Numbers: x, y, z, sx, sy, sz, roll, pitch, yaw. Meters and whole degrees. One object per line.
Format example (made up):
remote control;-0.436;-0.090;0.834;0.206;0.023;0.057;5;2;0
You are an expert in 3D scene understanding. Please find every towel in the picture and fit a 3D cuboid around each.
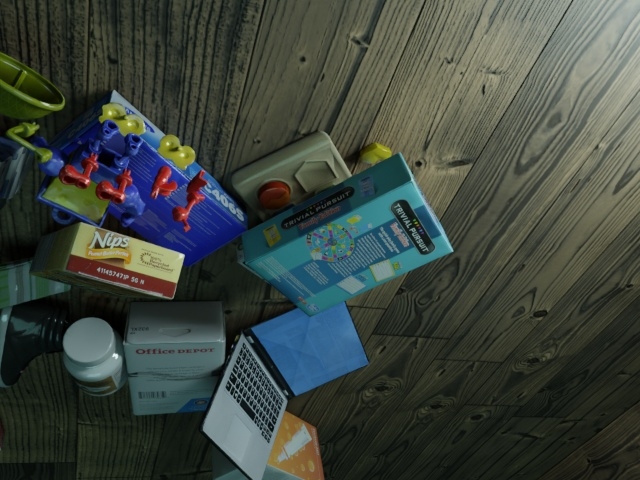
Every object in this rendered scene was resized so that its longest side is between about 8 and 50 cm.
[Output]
towel;-0.584;0.082;1.112;0.152;0.023;0.113;-19;137;-42

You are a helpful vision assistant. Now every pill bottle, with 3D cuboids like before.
pill bottle;-0.515;0.266;1.258;0.131;0.131;0.229;1;150;-13

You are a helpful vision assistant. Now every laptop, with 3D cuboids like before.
laptop;-0.065;0.389;1.414;0.236;0.408;0.382;2;140;22

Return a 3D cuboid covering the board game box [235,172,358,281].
board game box;0.000;0.000;1.153;0.305;0.053;0.193;-29;140;17

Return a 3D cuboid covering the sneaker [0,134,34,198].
sneaker;-0.566;-0.124;0.807;0.182;0.315;0.127;21;96;-15

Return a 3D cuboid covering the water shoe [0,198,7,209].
water shoe;-0.667;-0.056;0.977;0.203;0.080;0.073;-15;135;4

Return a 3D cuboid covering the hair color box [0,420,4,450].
hair color box;-0.942;0.523;1.518;0.093;0.053;0.167;4;132;-17

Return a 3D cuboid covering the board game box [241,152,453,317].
board game box;0.058;0.005;1.069;0.336;0.079;0.254;-26;140;14

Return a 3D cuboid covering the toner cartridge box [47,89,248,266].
toner cartridge box;-0.308;-0.097;1.016;0.165;0.075;0.348;-31;132;17

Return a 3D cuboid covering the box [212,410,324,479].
box;-0.160;0.655;1.700;0.168;0.215;0.345;-31;133;18

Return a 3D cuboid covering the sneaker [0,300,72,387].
sneaker;-0.661;0.253;1.268;0.147;0.104;0.295;15;126;-18

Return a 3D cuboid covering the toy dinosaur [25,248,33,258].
toy dinosaur;-0.614;0.064;1.154;0.082;0.047;0.090;-16;103;17

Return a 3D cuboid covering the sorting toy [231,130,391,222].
sorting toy;0.007;-0.108;1.097;0.307;0.041;0.229;-24;134;12

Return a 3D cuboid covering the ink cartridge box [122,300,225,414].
ink cartridge box;-0.355;0.294;1.358;0.223;0.129;0.307;1;133;-13

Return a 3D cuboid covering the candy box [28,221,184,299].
candy box;-0.402;0.045;1.007;0.183;0.087;0.316;22;163;-33

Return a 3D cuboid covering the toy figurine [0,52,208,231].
toy figurine;-0.385;-0.090;0.832;0.362;0.191;0.217;29;128;-31
